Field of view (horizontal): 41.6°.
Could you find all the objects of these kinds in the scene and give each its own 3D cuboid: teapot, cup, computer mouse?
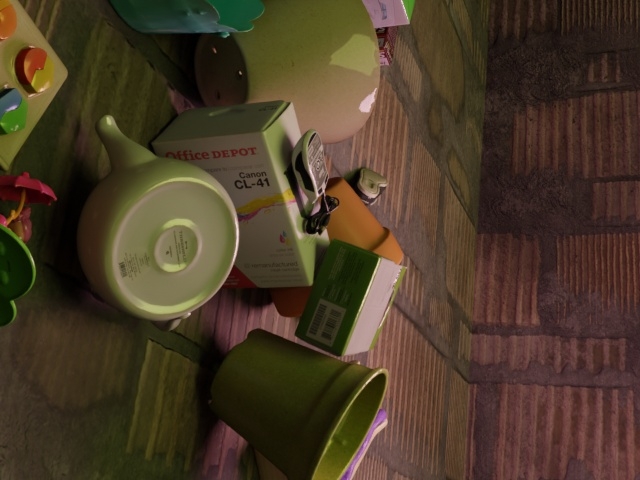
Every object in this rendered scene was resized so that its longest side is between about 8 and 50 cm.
[{"bbox_3d":[-0.256,-0.010,1.248,0.252,0.187,0.256,30,86,-42],"label":"teapot"},{"bbox_3d":[-0.088,-0.319,1.548,0.237,0.331,0.331,-20,108,-39],"label":"cup"},{"bbox_3d":[-0.015,-0.104,1.414,0.106,0.042,0.193,-61,148,-42],"label":"computer mouse"}]

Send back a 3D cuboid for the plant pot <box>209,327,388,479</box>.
[{"bbox_3d":[-0.053,0.295,1.534,0.276,0.254,0.276,-51,158,-30],"label":"plant pot"}]

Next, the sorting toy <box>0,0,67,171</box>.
[{"bbox_3d":[-0.408,-0.223,1.072,0.193,0.038,0.208,62,34,-46],"label":"sorting toy"}]

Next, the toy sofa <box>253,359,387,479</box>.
[{"bbox_3d":[0.012,0.407,1.838,0.362,0.177,0.150,-43,128,-60],"label":"toy sofa"}]

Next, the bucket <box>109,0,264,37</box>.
[{"bbox_3d":[-0.218,-0.463,1.357,0.281,0.183,0.281,-1,90,-67],"label":"bucket"}]

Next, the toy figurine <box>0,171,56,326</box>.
[{"bbox_3d":[-0.384,-0.006,1.045,0.159,0.130,0.173,-77,176,-52],"label":"toy figurine"}]

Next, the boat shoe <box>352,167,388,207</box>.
[{"bbox_3d":[0.127,-0.141,2.312,0.079,0.084,0.233,-59,177,23],"label":"boat shoe"}]

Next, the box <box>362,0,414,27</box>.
[{"bbox_3d":[0.119,-0.659,2.108,0.127,0.231,0.262,60,35,-47],"label":"box"}]

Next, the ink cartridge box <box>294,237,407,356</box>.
[{"bbox_3d":[0.064,0.110,1.567,0.189,0.097,0.255,-68,163,1],"label":"ink cartridge box"}]

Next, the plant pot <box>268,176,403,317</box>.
[{"bbox_3d":[0.000,0.000,1.748,0.203,0.291,0.291,65,28,-12],"label":"plant pot"}]

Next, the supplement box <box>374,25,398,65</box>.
[{"bbox_3d":[0.138,-0.577,2.276,0.073,0.130,0.239,57,37,-51],"label":"supplement box"}]

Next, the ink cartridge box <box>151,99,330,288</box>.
[{"bbox_3d":[-0.132,-0.072,1.475,0.131,0.226,0.306,-61,141,-50],"label":"ink cartridge box"}]
